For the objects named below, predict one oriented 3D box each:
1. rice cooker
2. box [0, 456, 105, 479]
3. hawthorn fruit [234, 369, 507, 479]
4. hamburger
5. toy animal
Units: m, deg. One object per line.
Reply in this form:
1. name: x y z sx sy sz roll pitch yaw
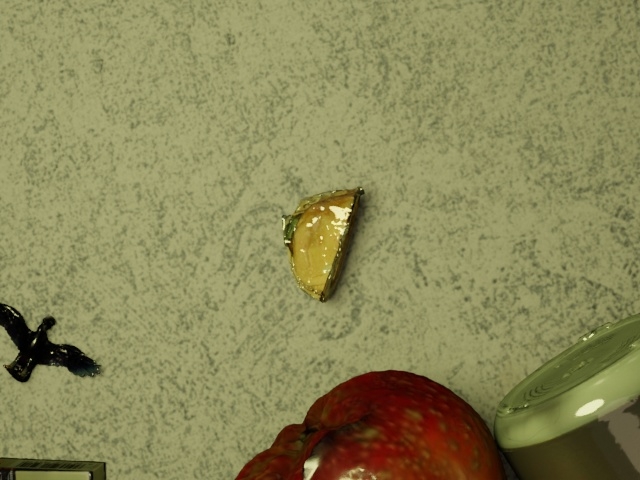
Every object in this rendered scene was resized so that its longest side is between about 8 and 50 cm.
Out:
1. rice cooker: 0.426 0.289 1.374 0.335 0.335 0.325 -33 88 5
2. box: -0.481 0.430 1.574 0.310 0.084 0.198 0 91 5
3. hawthorn fruit: 0.086 0.384 1.371 0.403 0.403 0.402 0 91 6
4. hamburger: -0.004 -0.006 1.525 0.102 0.087 0.176 20 101 17
5. toy animal: -0.436 0.162 1.585 0.220 0.062 0.108 27 75 6
